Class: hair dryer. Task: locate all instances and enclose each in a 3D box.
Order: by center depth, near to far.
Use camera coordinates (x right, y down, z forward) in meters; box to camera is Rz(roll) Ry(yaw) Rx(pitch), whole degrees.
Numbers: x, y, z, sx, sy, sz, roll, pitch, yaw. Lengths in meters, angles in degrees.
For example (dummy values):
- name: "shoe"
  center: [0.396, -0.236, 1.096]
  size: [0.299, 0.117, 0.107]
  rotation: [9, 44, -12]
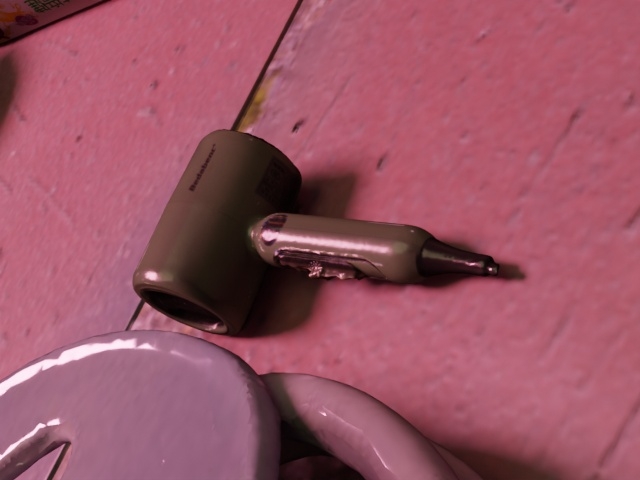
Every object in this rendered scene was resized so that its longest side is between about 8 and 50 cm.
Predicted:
- name: "hair dryer"
  center: [0.000, 0.000, 0.428]
  size: [0.150, 0.047, 0.071]
  rotation: [5, 65, 41]

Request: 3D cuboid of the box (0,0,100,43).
- name: "box"
  center: [-0.147, -0.159, 0.687]
  size: [0.207, 0.050, 0.041]
  rotation: [-10, 59, 42]

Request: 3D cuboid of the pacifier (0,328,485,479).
- name: "pacifier"
  center: [-0.091, 0.112, 0.282]
  size: [0.244, 0.233, 0.299]
  rotation: [-43, 41, 9]
